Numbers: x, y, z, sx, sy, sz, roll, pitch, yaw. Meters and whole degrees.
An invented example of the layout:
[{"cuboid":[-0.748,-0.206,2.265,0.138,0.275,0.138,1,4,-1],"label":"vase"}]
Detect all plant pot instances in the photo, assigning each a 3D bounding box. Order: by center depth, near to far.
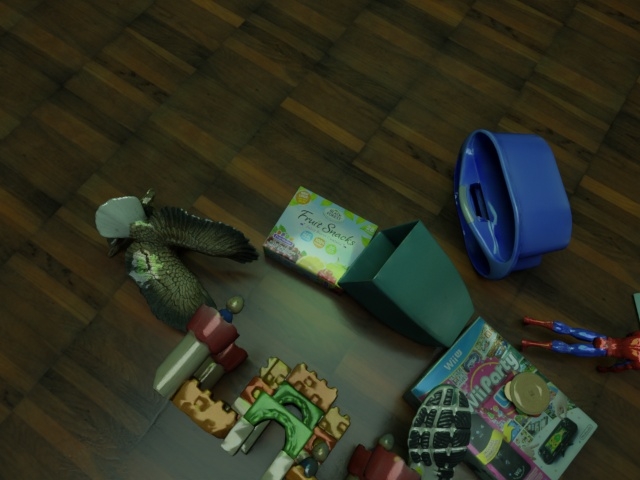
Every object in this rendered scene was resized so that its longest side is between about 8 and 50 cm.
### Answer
[{"cuboid":[0.193,0.107,1.084,0.234,0.165,0.165,46,69,-12],"label":"plant pot"}]

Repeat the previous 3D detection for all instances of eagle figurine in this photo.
[{"cuboid":[-0.310,0.018,1.106,0.298,0.226,0.225,39,52,18],"label":"eagle figurine"}]

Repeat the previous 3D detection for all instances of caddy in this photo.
[{"cuboid":[0.394,-0.081,1.145,0.179,0.241,0.341,-3,68,-10],"label":"caddy"}]

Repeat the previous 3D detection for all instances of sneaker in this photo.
[{"cuboid":[0.200,0.375,0.955,0.107,0.110,0.275,8,111,-1],"label":"sneaker"}]

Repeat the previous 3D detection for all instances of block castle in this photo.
[{"cuboid":[-0.056,0.315,0.932,0.453,0.303,0.213,36,70,10],"label":"block castle"}]

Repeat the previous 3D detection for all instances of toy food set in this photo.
[{"cuboid":[0.407,0.299,1.006,0.083,0.020,0.083,-34,73,-16],"label":"toy food set"}]

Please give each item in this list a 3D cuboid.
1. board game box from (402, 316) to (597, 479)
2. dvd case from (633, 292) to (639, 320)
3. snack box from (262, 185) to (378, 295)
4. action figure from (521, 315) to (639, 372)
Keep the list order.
[{"cuboid":[0.355,0.345,1.048,0.224,0.097,0.303,-42,75,-17],"label":"board game box"},{"cuboid":[0.757,0.169,1.148,0.087,0.013,0.120,-18,64,38],"label":"dvd case"},{"cuboid":[0.000,0.000,1.184,0.207,0.070,0.175,29,71,7],"label":"snack box"},{"cuboid":[0.586,0.231,1.115,0.280,0.139,0.092,6,69,24],"label":"action figure"}]
